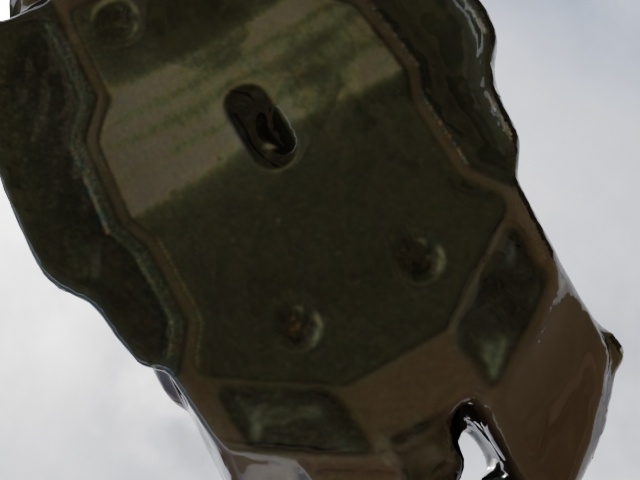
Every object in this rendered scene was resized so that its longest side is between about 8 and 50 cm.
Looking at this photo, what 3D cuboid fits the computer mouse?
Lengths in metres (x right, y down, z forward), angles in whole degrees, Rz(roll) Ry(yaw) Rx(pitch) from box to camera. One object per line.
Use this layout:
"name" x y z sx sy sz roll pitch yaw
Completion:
"computer mouse" 0.000 0.000 0.530 0.199 0.115 0.389 -29 -106 -1
